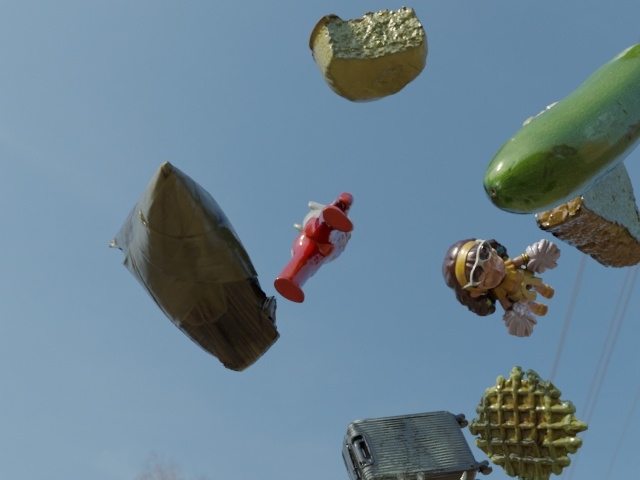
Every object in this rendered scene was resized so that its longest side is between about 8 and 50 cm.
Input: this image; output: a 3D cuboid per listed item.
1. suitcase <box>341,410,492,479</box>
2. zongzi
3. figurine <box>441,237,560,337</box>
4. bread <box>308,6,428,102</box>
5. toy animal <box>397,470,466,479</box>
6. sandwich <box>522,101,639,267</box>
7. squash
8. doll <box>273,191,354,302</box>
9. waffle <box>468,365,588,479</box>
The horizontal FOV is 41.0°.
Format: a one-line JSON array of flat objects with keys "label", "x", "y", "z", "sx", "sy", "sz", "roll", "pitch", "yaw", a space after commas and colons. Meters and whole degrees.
[{"label": "suitcase", "x": 0.211, "y": 0.501, "z": 1.947, "sx": 0.312, "sy": 0.202, "sz": 0.128, "roll": -2, "pitch": -53, "yaw": -17}, {"label": "zongzi", "x": -0.152, "y": 0.043, "z": 1.173, "sx": 0.289, "sy": 0.154, "sz": 0.317, "roll": 50, "pitch": -17, "yaw": -3}, {"label": "figurine", "x": 0.319, "y": 0.071, "z": 1.484, "sx": 0.240, "sy": 0.175, "sz": 0.115, "roll": 22, "pitch": -8, "yaw": -22}, {"label": "bread", "x": 0.063, "y": -0.244, "z": 1.145, "sx": 0.156, "sy": 0.086, "sz": 0.125, "roll": -11, "pitch": -33, "yaw": -15}, {"label": "toy animal", "x": 0.132, "y": 0.318, "z": 1.025, "sx": 0.219, "sy": 0.155, "sz": 0.095, "roll": -15, "pitch": -59, "yaw": 46}, {"label": "sandwich", "x": 0.472, "y": -0.098, "z": 1.534, "sx": 0.095, "sy": 0.249, "sz": 0.273, "roll": -27, "pitch": -35, "yaw": 35}, {"label": "squash", "x": 0.249, "y": -0.103, "z": 0.778, "sx": 0.082, "sy": 0.292, "sz": 0.082, "roll": 31, "pitch": -41, "yaw": 30}, {"label": "doll", "x": 0.000, "y": 0.000, "z": 1.406, "sx": 0.099, "sy": 0.384, "sz": 0.188, "roll": 34, "pitch": -80, "yaw": -3}, {"label": "waffle", "x": 0.341, "y": 0.308, "z": 1.416, "sx": 0.169, "sy": 0.183, "sz": 0.036, "roll": -57, "pitch": -31, "yaw": 10}]
